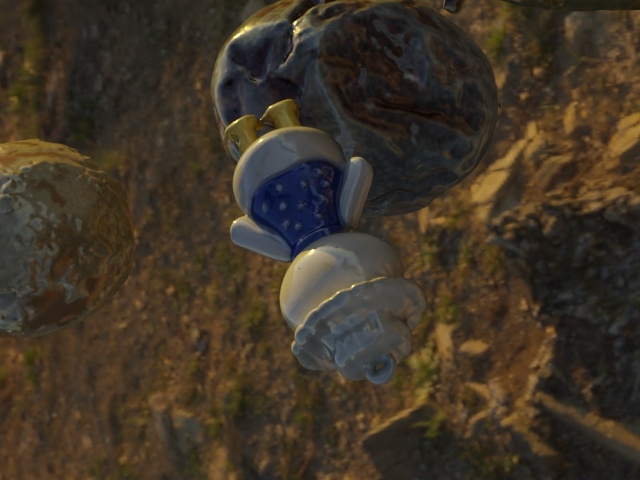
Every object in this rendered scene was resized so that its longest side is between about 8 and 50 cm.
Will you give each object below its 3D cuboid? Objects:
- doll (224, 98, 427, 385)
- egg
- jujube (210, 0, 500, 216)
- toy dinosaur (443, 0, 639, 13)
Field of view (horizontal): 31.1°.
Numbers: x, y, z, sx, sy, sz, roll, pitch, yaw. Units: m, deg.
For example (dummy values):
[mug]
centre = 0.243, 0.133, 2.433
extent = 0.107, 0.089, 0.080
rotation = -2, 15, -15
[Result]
[doll]
centre = 0.000, 0.000, 0.979
extent = 0.293, 0.138, 0.119
rotation = 63, 179, 33
[egg]
centre = -0.303, 0.002, 1.144
extent = 0.203, 0.245, 0.203
rotation = -7, -90, -86
[jujube]
centre = 0.031, -0.145, 1.237
extent = 0.215, 0.308, 0.246
rotation = -8, 71, 60
[toy dinosaur]
centre = 0.063, -0.248, 0.664
extent = 0.327, 0.113, 0.206
rotation = 24, 107, 24
